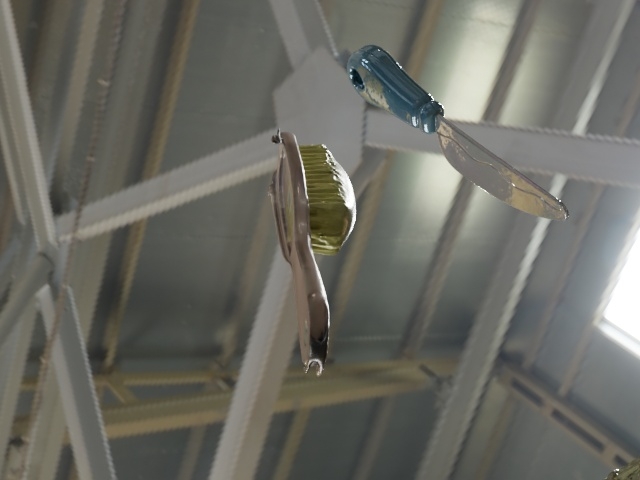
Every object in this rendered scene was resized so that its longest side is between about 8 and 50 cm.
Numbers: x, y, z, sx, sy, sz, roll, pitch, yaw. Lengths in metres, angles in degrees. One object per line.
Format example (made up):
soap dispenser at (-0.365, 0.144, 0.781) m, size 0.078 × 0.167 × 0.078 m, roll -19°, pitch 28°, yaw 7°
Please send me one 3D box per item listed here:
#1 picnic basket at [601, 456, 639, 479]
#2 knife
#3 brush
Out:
picnic basket at (0.347, 0.263, 1.098) m, size 0.196 × 0.134 × 0.154 m, roll -38°, pitch 5°, yaw 15°
knife at (0.108, -0.081, 0.941) m, size 0.032 × 0.244 × 0.058 m, roll -33°, pitch -31°, yaw -25°
brush at (0.002, -0.002, 0.863) m, size 0.067 × 0.313 × 0.072 m, roll 0°, pitch -63°, yaw -6°
